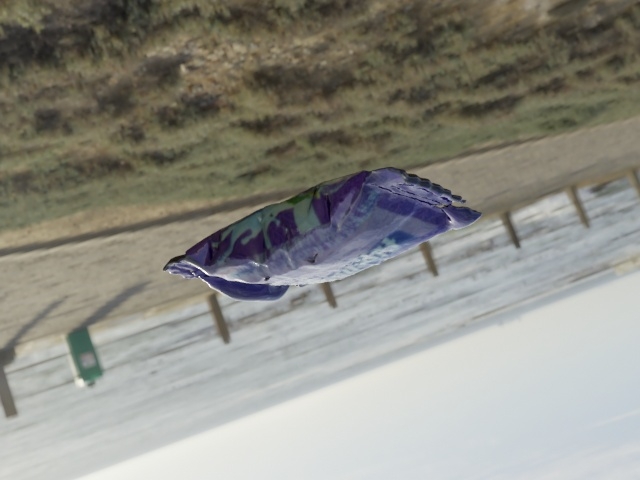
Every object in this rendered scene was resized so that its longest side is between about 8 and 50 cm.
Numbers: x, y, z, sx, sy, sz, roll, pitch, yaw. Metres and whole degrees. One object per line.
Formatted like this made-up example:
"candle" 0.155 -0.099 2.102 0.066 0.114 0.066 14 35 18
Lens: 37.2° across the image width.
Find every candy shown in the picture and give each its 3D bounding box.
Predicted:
"candy" 0.000 0.000 0.857 0.275 0.070 0.145 -24 153 34
